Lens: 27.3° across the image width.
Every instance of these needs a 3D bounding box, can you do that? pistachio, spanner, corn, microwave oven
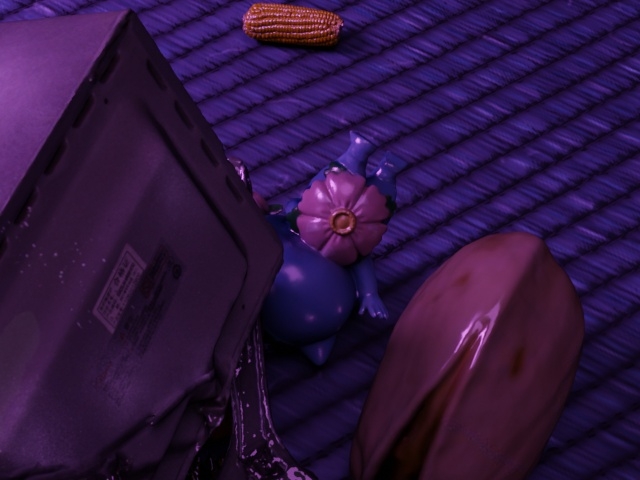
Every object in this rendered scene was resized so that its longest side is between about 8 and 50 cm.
[{"bbox_3d":[0.108,0.103,0.963,0.137,0.153,0.238,25,85,25],"label":"pistachio"},{"bbox_3d":[-0.056,0.085,0.941,0.093,0.026,0.326,-9,65,4],"label":"spanner"},{"bbox_3d":[-0.025,-0.198,1.216,0.092,0.037,0.037,7,56,3],"label":"corn"},{"bbox_3d":[-0.258,0.096,0.815,0.374,0.236,0.432,1,52,33],"label":"microwave oven"}]

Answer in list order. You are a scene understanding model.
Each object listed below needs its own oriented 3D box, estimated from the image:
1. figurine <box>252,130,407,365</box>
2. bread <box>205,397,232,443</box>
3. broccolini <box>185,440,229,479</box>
[{"bbox_3d":[-0.005,-0.003,1.035,0.178,0.114,0.144,-57,33,9],"label":"figurine"},{"bbox_3d":[-0.135,0.099,0.993,0.094,0.083,0.157,-34,64,-9],"label":"bread"},{"bbox_3d":[-0.054,0.268,0.897,0.123,0.062,0.272,-24,63,-7],"label":"broccolini"}]
